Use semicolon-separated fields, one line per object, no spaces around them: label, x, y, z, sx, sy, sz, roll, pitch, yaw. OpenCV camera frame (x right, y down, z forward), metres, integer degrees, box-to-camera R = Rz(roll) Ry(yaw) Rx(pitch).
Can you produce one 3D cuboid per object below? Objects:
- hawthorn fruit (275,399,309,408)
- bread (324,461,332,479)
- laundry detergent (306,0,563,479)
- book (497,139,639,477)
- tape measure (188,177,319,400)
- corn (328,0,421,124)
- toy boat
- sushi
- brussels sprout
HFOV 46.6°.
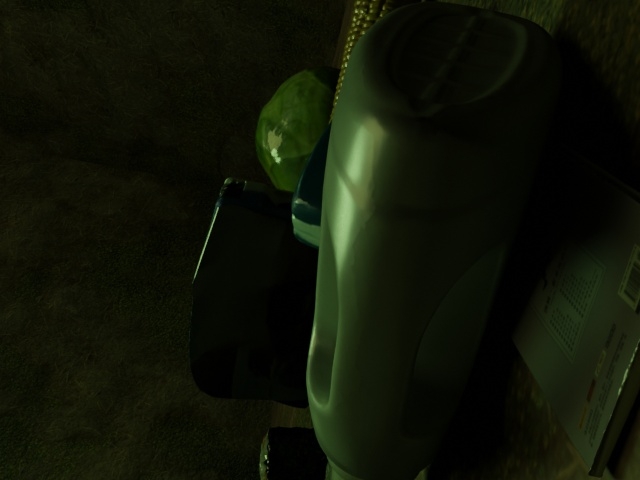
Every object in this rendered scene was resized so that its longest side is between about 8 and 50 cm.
hawthorn fruit;-0.063;0.213;1.499;0.189;0.189;0.252;-112;38;-81
bread;0.030;0.336;0.853;0.207;0.056;0.287;104;173;-56
laundry detergent;0.057;0.056;0.532;0.264;0.124;0.398;-61;-18;-57
book;0.139;0.024;0.410;0.182;0.014;0.127;-94;15;-70
tape measure;-0.037;0.066;0.963;0.138;0.261;0.260;-108;27;-66
corn;0.078;-0.214;1.039;0.120;0.120;0.364;127;152;-80
toy boat;0.074;-0.114;0.684;0.299;0.096;0.062;-56;-32;-27
sushi;-0.030;0.377;1.049;0.136;0.126;0.225;111;166;-66
brussels sprout;0.010;-0.177;1.236;0.210;0.219;0.271;-31;16;27
